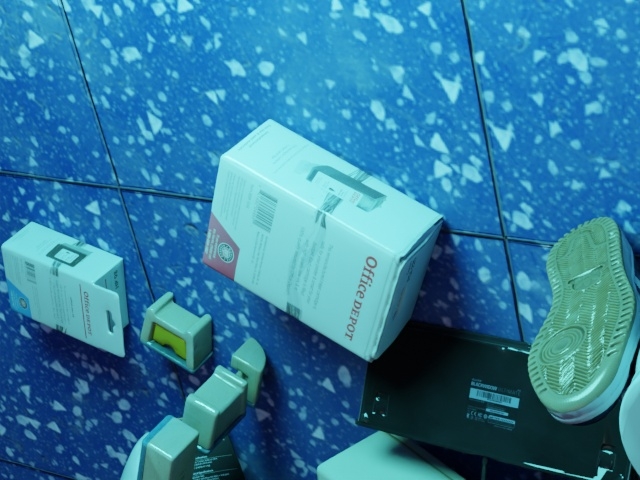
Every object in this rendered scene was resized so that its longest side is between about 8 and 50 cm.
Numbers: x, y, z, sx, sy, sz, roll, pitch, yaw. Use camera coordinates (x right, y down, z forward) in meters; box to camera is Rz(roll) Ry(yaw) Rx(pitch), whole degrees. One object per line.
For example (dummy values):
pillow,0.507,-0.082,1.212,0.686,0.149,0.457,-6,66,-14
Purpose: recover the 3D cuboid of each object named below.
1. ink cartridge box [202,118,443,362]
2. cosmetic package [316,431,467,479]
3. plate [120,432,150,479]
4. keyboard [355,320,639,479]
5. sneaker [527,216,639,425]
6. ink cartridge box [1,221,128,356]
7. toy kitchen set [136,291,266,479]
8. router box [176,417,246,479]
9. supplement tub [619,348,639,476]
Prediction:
ink cartridge box,0.000,0.000,1.600,0.218,0.092,0.159,32,136,17
cosmetic package,0.134,0.347,1.669,0.309,0.113,0.160,32,139,44
plate,-0.216,0.422,1.923,0.277,0.045,0.278,64,145,33
keyboard,0.176,0.199,1.599,0.317,0.033,0.202,10,90,34
sneaker,0.262,0.105,1.357,0.099,0.282,0.153,-26,110,23
ink cartridge box,-0.294,0.060,1.897,0.180,0.060,0.104,21,131,25
toy kitchen set,-0.180,0.187,1.797,0.166,0.207,0.122,29,134,18
router box,-0.164,0.399,1.955,0.243,0.081,0.309,66,147,29
supplement tub,0.368,0.087,1.245,0.191,0.272,0.191,21,132,25
